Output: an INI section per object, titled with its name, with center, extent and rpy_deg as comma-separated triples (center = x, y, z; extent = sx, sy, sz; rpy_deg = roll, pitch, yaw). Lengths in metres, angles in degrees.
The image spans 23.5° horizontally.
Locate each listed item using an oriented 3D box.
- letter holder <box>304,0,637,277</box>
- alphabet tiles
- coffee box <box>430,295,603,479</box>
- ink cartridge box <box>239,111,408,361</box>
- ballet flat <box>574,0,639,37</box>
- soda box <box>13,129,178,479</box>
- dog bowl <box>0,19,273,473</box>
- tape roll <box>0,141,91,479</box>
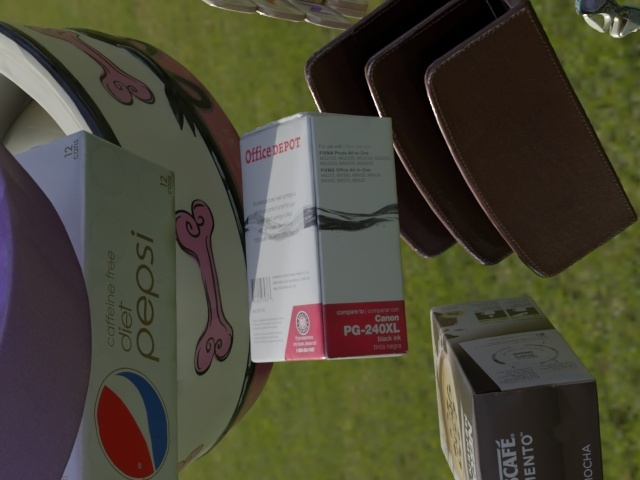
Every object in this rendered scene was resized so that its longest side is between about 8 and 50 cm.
[letter holder]
center = 0.145, -0.095, 1.537
extent = 0.302, 0.214, 0.152
rpy_deg = 55, 180, -37
[alphabet tiles]
center = -0.094, -0.286, 1.650
extent = 0.278, 0.284, 0.021
rpy_deg = 43, 122, 53
[coffee box]
center = 0.192, 0.177, 1.550
extent = 0.297, 0.119, 0.168
rpy_deg = -109, 13, -77
[ink cartridge box]
center = 0.000, 0.000, 0.973
extent = 0.109, 0.063, 0.150
rpy_deg = -10, 82, 63
[ballet flat]
center = 0.305, -0.233, 1.604
extent = 0.041, 0.114, 0.041
rpy_deg = -19, 65, 47
[soda box]
center = -0.118, 0.062, 0.759
extent = 0.069, 0.074, 0.216
rpy_deg = -16, 65, 30
[dog bowl]
center = -0.194, 0.016, 1.212
extent = 0.408, 0.150, 0.408
rpy_deg = 19, 117, 43
[tape roll]
center = -0.239, 0.047, 0.644
extent = 0.090, 0.275, 0.275
rpy_deg = 59, -167, -62
